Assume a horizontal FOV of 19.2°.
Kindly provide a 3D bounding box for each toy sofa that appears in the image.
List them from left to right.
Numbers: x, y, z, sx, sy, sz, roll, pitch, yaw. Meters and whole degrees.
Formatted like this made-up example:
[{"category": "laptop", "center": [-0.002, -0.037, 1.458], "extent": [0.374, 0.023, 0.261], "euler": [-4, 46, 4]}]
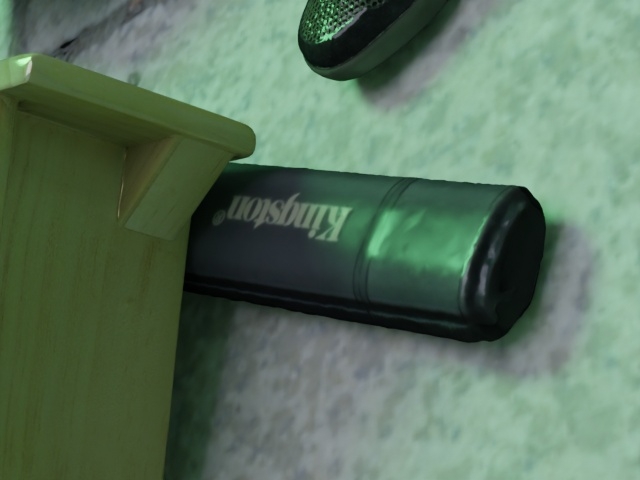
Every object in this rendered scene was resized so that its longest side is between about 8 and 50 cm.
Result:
[{"category": "toy sofa", "center": [-0.156, 0.101, 0.941], "extent": [0.177, 0.150, 0.362], "euler": [-7, 73, 46]}]

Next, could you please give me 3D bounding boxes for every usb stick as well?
[{"category": "usb stick", "center": [0.000, 0.000, 0.952], "extent": [0.278, 0.045, 0.077], "euler": [7, 76, 49]}]

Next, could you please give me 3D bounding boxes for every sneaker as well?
[{"category": "sneaker", "center": [0.034, -0.196, 0.962], "extent": [0.227, 0.130, 0.087], "euler": [-55, 39, 12]}]
